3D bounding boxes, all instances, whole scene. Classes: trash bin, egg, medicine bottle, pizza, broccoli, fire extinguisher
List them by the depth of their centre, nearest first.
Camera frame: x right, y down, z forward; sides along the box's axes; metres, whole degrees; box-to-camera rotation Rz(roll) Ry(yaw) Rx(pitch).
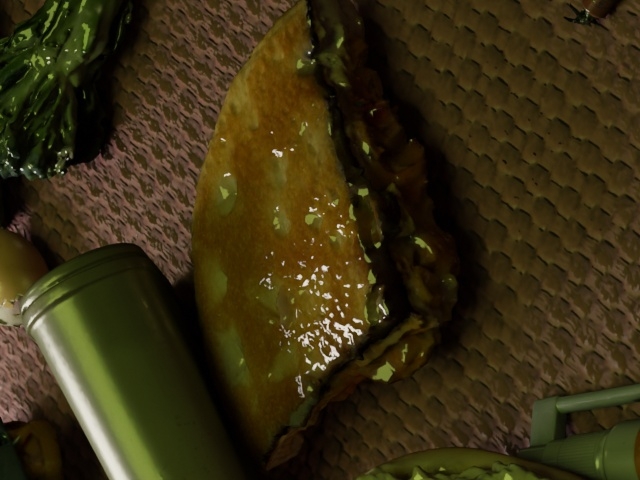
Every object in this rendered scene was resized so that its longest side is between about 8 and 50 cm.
[{"bbox_3d":[0.208,-0.186,1.384,0.028,0.022,0.083,32,125,-5],"label":"fire extinguisher"},{"bbox_3d":[0.236,0.144,1.386,0.221,0.061,0.092,-12,63,44],"label":"medicine bottle"},{"bbox_3d":[0.000,0.000,1.549,0.278,0.114,0.408,11,104,44],"label":"pizza"},{"bbox_3d":[-0.143,0.148,1.645,0.121,0.243,0.247,-27,76,-1],"label":"trash bin"},{"bbox_3d":[-0.232,-0.203,1.747,0.165,0.145,0.304,44,111,26],"label":"broccoli"},{"bbox_3d":[-0.307,0.035,1.873,0.080,0.080,0.096,-53,57,35],"label":"egg"}]

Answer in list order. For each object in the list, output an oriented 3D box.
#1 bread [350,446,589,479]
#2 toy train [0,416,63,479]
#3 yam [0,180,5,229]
[{"bbox_3d":[0.137,0.283,1.387,0.316,0.211,0.270,17,143,54],"label":"bread"},{"bbox_3d":[-0.315,0.310,1.827,0.369,0.163,0.231,-125,33,-44],"label":"toy train"},{"bbox_3d":[-0.400,-0.117,1.891,0.161,0.161,0.268,-5,90,44],"label":"yam"}]
